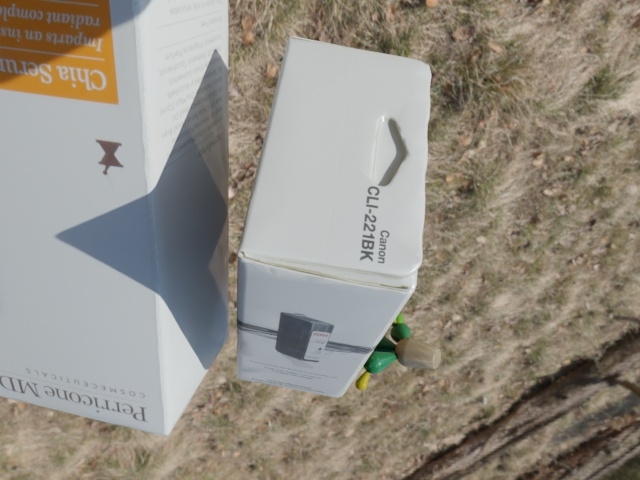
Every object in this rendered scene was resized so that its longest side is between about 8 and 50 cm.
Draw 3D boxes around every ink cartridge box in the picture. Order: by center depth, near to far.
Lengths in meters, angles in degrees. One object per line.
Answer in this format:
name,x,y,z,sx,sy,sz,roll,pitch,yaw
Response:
ink cartridge box,0.000,0.000,0.490,0.114,0.197,0.273,11,150,-3

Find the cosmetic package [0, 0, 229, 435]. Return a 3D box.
cosmetic package,-0.212,-0.068,0.496,0.230,0.161,0.453,9,119,9

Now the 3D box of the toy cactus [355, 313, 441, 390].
toy cactus,0.115,0.194,0.976,0.180,0.219,0.112,8,103,34
